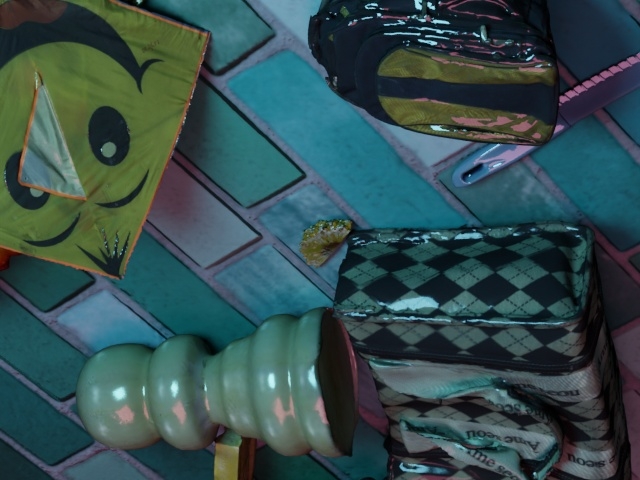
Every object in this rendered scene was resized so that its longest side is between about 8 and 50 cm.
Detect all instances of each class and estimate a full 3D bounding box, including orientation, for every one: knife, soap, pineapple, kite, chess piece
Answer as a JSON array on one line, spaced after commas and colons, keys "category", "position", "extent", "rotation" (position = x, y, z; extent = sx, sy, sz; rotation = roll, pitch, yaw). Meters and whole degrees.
[{"category": "knife", "position": [0.264, -0.139, 1.901], "extent": [0.313, 0.019, 0.044], "rotation": [-30, 122, 24]}, {"category": "soap", "position": [-0.112, 0.310, 2.279], "extent": [0.037, 0.092, 0.252], "rotation": [14, 134, 9]}, {"category": "pineapple", "position": [0.000, 0.000, 2.036], "extent": [0.045, 0.019, 0.083], "rotation": [24, 132, -23]}, {"category": "kite", "position": [-0.251, -0.102, 1.780], "extent": [0.377, 0.013, 0.327], "rotation": [-30, 115, -28]}, {"category": "chess piece", "position": [-0.132, 0.179, 2.119], "extent": [0.330, 0.182, 0.182], "rotation": [-6, 133, 15]}]

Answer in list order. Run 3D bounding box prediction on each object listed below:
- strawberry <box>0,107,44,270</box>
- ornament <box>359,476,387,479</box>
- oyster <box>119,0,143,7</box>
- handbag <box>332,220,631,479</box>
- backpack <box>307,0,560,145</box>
[{"category": "strawberry", "position": [-0.392, -0.091, 1.887], "extent": [0.265, 0.149, 0.336], "rotation": [19, 146, 2]}, {"category": "ornament", "position": [-0.009, 0.411, 2.316], "extent": [0.251, 0.106, 0.260], "rotation": [-9, 141, -36]}, {"category": "oyster", "position": [-0.236, -0.231, 1.825], "extent": [0.132, 0.029, 0.086], "rotation": [-1, 139, -2]}, {"category": "handbag", "position": [0.189, 0.169, 2.098], "extent": [0.317, 0.180, 0.416], "rotation": [-3, 138, 17]}, {"category": "backpack", "position": [0.113, -0.189, 1.791], "extent": [0.258, 0.133, 0.206], "rotation": [4, 142, 7]}]
